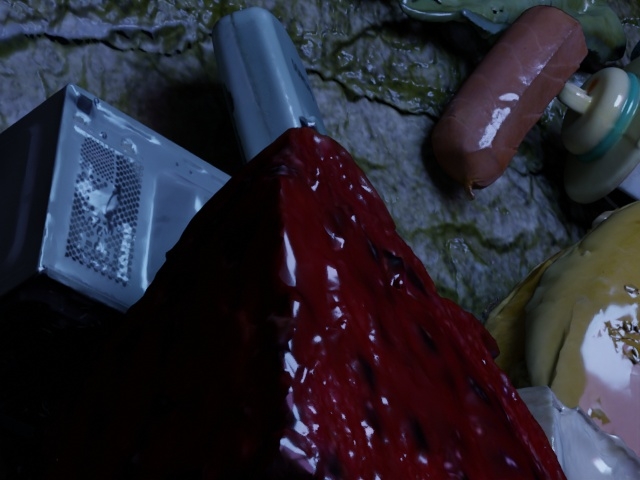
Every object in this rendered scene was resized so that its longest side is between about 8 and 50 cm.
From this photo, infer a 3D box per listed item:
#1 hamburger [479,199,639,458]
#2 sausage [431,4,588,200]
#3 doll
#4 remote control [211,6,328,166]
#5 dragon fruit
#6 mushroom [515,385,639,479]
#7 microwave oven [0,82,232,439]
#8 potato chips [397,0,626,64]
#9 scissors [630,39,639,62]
[{"bbox_3d":[0.241,0.139,1.152,0.304,0.174,0.284,53,46,-1],"label":"hamburger"},{"bbox_3d":[0.135,-0.101,1.257,0.065,0.065,0.169,46,60,-13],"label":"sausage"},{"bbox_3d":[0.323,-0.040,1.313,0.271,0.144,0.208,40,18,29],"label":"doll"},{"bbox_3d":[0.000,0.000,1.049,0.140,0.056,0.296,55,17,-72],"label":"remote control"},{"bbox_3d":[0.002,0.156,0.791,0.329,0.286,0.228,32,28,-29],"label":"dragon fruit"},{"bbox_3d":[0.102,0.216,0.941,0.253,0.189,0.195,49,29,-30],"label":"mushroom"},{"bbox_3d":[-0.099,0.039,0.887,0.208,0.162,0.122,30,48,-34],"label":"microwave oven"},{"bbox_3d":[0.129,-0.325,1.379,0.389,0.097,0.373,11,75,-44],"label":"potato chips"},{"bbox_3d":[0.381,-0.085,1.330,0.180,0.393,0.032,39,89,-26],"label":"scissors"}]
